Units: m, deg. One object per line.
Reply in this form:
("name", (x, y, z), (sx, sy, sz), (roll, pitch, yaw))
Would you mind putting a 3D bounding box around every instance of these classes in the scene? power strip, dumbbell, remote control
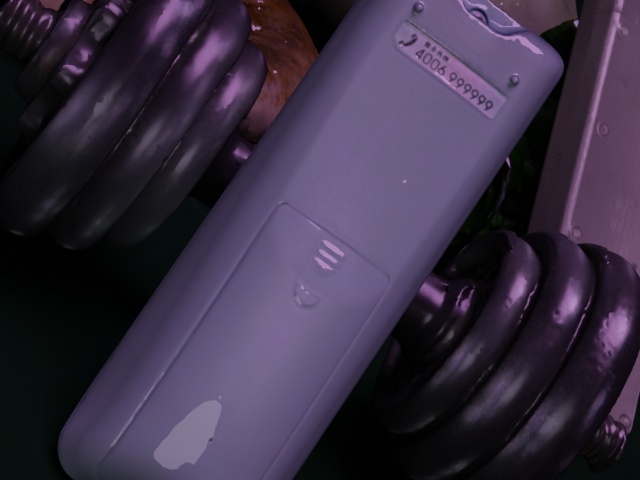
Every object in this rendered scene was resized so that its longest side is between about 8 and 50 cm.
("power strip", (0.205, -0.042, 1.150), (0.106, 0.043, 0.367), (27, 70, -32))
("dumbbell", (0.000, 0.000, 0.868), (0.406, 0.179, 0.179), (36, 22, -13))
("remote control", (0.001, 0.005, 0.751), (0.103, 0.293, 0.051), (35, -10, -11))

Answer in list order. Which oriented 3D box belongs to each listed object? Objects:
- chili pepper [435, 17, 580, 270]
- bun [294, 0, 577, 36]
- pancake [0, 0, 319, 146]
("chili pepper", (0.215, -0.055, 1.287), (0.385, 0.167, 0.213), (-1, 80, -40))
("bun", (0.111, -0.239, 1.450), (0.283, 0.179, 0.283), (25, 17, -8))
("pancake", (-0.148, -0.205, 1.160), (0.382, 0.071, 0.382), (34, 22, -16))
